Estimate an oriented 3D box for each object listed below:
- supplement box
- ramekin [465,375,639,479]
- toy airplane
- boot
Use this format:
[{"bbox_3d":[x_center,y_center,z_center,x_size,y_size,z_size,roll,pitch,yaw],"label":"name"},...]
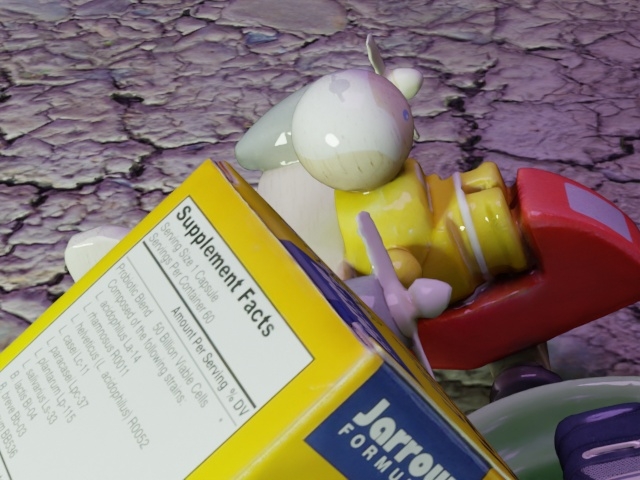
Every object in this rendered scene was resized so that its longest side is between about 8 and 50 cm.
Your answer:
[{"bbox_3d":[-0.092,0.172,0.746,0.356,0.195,0.194,-43,38,2],"label":"supplement box"},{"bbox_3d":[0.188,0.224,0.844,0.303,0.148,0.303,-1,32,1],"label":"ramekin"},{"bbox_3d":[0.000,0.000,1.102,0.384,0.272,0.386,-27,40,-34],"label":"toy airplane"},{"bbox_3d":[0.222,0.117,0.805,0.190,0.069,0.086,-4,34,-1],"label":"boot"}]
